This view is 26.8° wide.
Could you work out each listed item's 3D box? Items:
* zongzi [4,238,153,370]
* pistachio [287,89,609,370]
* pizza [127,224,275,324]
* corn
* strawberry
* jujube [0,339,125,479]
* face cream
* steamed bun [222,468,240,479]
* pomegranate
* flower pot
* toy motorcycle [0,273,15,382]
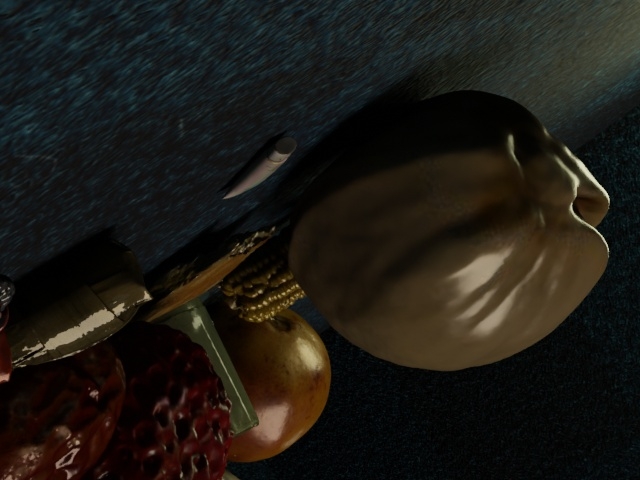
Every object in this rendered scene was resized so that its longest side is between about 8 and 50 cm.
[{"bbox_3d":[-0.236,0.070,1.245,0.160,0.078,0.176,-26,175,-12],"label":"zongzi"},{"bbox_3d":[0.144,0.000,1.528,0.365,0.281,0.445,-1,158,2],"label":"pistachio"},{"bbox_3d":[-0.152,0.041,1.552,0.181,0.034,0.262,-27,174,-39],"label":"pizza"},{"bbox_3d":[0.000,0.000,1.727,0.292,0.101,0.101,-36,173,2],"label":"corn"},{"bbox_3d":[-0.225,0.252,1.506,0.292,0.310,0.292,-24,169,-5],"label":"strawberry"},{"bbox_3d":[-0.288,0.171,1.267,0.174,0.174,0.250,-36,-173,30],"label":"jujube"},{"bbox_3d":[-0.059,-0.066,1.285,0.038,0.020,0.115,-28,173,-36],"label":"face cream"},{"bbox_3d":[-0.293,0.412,2.080,0.241,0.374,0.374,-57,179,-14],"label":"steamed bun"},{"bbox_3d":[-0.117,0.213,2.055,0.264,0.264,0.264,-32,173,-4],"label":"pomegranate"},{"bbox_3d":[-0.200,0.203,1.832,0.212,0.202,0.212,-29,175,-3],"label":"flower pot"},{"bbox_3d":[-0.343,0.117,1.017,0.298,0.089,0.171,-32,174,3],"label":"toy motorcycle"}]
